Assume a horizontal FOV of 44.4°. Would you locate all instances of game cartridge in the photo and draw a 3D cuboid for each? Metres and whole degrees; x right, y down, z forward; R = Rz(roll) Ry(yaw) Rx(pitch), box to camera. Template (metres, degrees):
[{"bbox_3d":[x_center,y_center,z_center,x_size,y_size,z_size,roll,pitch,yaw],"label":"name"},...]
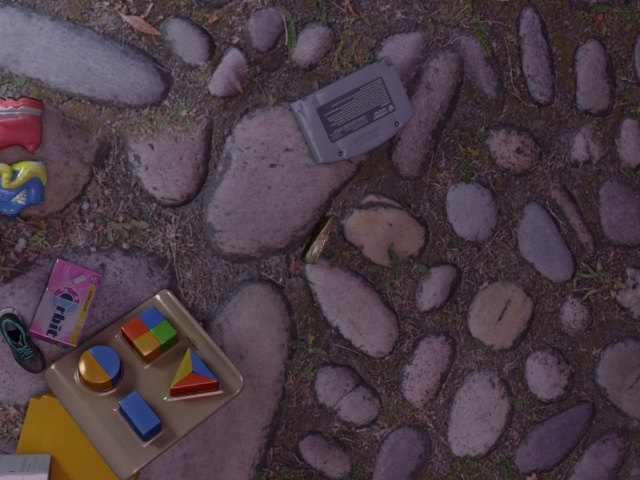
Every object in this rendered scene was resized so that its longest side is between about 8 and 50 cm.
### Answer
[{"bbox_3d":[0.088,-0.322,2.007,0.297,0.062,0.198,-29,108,-15],"label":"game cartridge"},{"bbox_3d":[-0.559,0.531,1.791,0.285,0.052,0.324,16,92,4],"label":"game cartridge"}]

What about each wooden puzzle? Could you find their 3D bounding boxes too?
[{"bbox_3d":[-0.396,0.307,1.765,0.347,0.080,0.322,-37,71,-22],"label":"wooden puzzle"}]

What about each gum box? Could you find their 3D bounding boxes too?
[{"bbox_3d":[-0.577,0.140,1.775,0.107,0.062,0.188,24,65,-22],"label":"gum box"}]

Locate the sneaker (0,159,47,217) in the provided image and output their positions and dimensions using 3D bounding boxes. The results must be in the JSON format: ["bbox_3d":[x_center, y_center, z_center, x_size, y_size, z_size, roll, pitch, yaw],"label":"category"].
[{"bbox_3d":[-0.718,-0.107,1.714,0.240,0.091,0.126,-7,98,-20],"label":"sneaker"}]

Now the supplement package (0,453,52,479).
[{"bbox_3d":[-0.707,0.541,1.672,0.244,0.139,0.134,3,92,-17],"label":"supplement package"}]

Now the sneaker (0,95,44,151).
[{"bbox_3d":[-0.751,-0.234,1.678,0.313,0.116,0.136,-7,99,-19],"label":"sneaker"}]

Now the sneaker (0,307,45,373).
[{"bbox_3d":[-0.678,0.234,1.768,0.065,0.076,0.167,-32,105,-13],"label":"sneaker"}]

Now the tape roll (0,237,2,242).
[{"bbox_3d":[-0.785,0.008,1.632,0.219,0.219,0.072,-22,101,-17],"label":"tape roll"}]

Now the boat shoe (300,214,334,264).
[{"bbox_3d":[0.000,0.000,2.009,0.045,0.050,0.135,30,95,-23],"label":"boat shoe"}]
